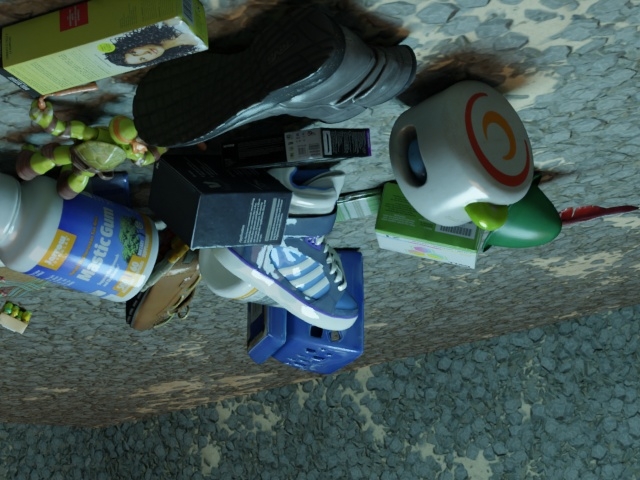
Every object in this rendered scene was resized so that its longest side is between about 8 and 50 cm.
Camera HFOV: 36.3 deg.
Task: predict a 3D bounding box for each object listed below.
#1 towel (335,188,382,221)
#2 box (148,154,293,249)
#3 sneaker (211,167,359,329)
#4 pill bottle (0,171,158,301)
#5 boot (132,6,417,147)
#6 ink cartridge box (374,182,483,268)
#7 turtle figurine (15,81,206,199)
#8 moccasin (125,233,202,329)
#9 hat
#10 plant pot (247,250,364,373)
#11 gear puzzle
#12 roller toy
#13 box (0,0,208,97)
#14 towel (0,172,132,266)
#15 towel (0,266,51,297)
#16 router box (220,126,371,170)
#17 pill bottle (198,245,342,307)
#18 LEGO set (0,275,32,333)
[{"bbox_3d":[0.045,-0.063,1.824,0.152,0.023,0.113,-11,164,5],"label":"towel"},{"bbox_3d":[-0.153,-0.062,1.467,0.158,0.093,0.156,-2,-154,-35],"label":"box"},{"bbox_3d":[0.000,0.000,1.660,0.323,0.130,0.236,32,109,-28],"label":"sneaker"},{"bbox_3d":[-0.400,-0.010,1.503,0.272,0.152,0.152,22,147,-40],"label":"pill bottle"},{"bbox_3d":[-0.059,-0.183,1.265,0.338,0.118,0.222,-11,171,32],"label":"boot"},{"bbox_3d":[0.211,-0.009,1.836,0.188,0.097,0.255,12,165,11],"label":"ink cartridge box"},{"bbox_3d":[-0.311,-0.123,1.371,0.217,0.087,0.269,-22,157,39],"label":"turtle figurine"},{"bbox_3d":[-0.310,0.092,1.995,0.147,0.139,0.380,9,148,-20],"label":"moccasin"},{"bbox_3d":[0.426,-0.007,1.791,0.173,0.183,0.208,-40,162,-39],"label":"hat"},{"bbox_3d":[-0.041,0.154,2.131,0.212,0.236,0.236,6,159,-18],"label":"plant pot"},{"bbox_3d":[-0.255,0.008,1.625,0.175,0.044,0.339,-47,-168,-13],"label":"gear puzzle"},{"bbox_3d":[0.200,-0.124,1.416,0.146,0.209,0.191,-25,117,42],"label":"roller toy"},{"bbox_3d":[-0.251,-0.229,1.112,0.232,0.058,0.087,-12,162,16],"label":"box"},{"bbox_3d":[-0.451,-0.034,1.615,0.285,0.034,0.209,-7,145,-8],"label":"towel"},{"bbox_3d":[-0.588,0.043,1.857,0.370,0.040,0.271,-23,156,40],"label":"towel"},{"bbox_3d":[-0.035,-0.132,1.418,0.179,0.046,0.133,-4,-178,33],"label":"router box"},{"bbox_3d":[-0.088,0.046,1.873,0.162,0.162,0.278,-19,160,32],"label":"pill bottle"},{"bbox_3d":[-0.591,0.039,1.592,0.287,0.107,0.132,29,-179,13],"label":"LEGO set"}]
